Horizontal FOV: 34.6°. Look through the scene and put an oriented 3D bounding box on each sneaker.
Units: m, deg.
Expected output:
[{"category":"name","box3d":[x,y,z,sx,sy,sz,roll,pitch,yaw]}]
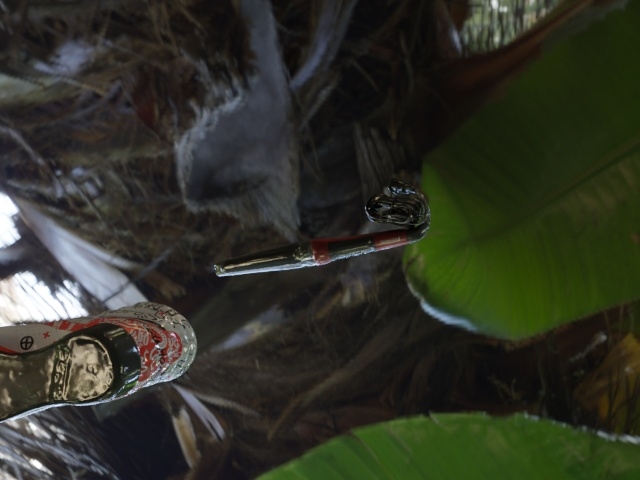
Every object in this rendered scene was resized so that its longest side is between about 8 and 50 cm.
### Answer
[{"category":"sneaker","box3d":[-0.251,0.117,1.003,0.270,0.145,0.090,-9,-89,30]}]

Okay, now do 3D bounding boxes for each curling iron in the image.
[{"category":"curling iron","box3d":[0.000,0.000,1.099,0.274,0.035,0.068,-19,-120,31]}]
